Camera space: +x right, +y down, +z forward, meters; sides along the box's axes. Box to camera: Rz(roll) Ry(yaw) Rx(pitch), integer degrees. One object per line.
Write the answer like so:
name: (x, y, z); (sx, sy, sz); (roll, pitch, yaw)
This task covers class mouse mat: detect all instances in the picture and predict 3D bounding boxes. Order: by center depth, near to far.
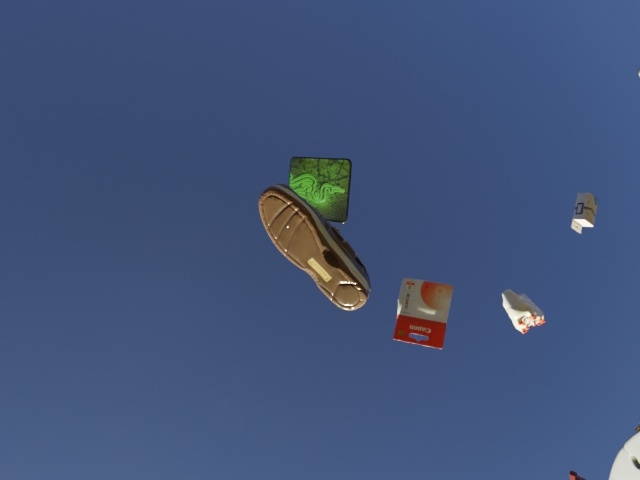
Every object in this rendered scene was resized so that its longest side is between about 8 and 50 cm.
mouse mat: (-0.007, -0.125, 1.230); (0.007, 0.190, 0.152); (-4, -79, -51)

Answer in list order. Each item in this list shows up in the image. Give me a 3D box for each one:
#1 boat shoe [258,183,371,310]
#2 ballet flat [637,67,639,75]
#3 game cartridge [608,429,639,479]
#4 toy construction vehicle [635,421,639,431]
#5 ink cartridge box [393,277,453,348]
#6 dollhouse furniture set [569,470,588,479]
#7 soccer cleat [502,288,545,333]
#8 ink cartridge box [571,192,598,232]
boat shoe: (-0.006, 0.004, 0.889); (0.095, 0.095, 0.257); (-31, -79, 30)
ballet flat: (0.804, -0.355, 1.182); (0.249, 0.086, 0.086); (18, -95, -41)
game cartridge: (0.358, 0.305, 0.473); (0.062, 0.198, 0.297); (-18, -55, -1)
toy construction vehicle: (0.797, 0.425, 1.183); (0.086, 0.035, 0.098); (27, -77, -8)
ink cartridge box: (0.289, 0.202, 1.438); (0.146, 0.045, 0.179); (8, -112, 18)
dollhouse furniture set: (0.608, 0.654, 1.089); (0.202, 0.374, 0.152); (-10, -94, -16)
soccer cleat: (0.433, 0.149, 1.087); (0.068, 0.196, 0.076); (-34, -118, 15)
ink cartridge box: (0.605, -0.062, 1.161); (0.048, 0.028, 0.083); (22, -101, -34)
